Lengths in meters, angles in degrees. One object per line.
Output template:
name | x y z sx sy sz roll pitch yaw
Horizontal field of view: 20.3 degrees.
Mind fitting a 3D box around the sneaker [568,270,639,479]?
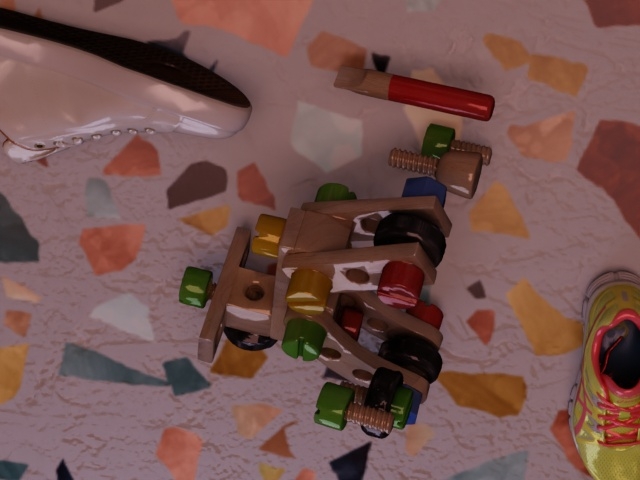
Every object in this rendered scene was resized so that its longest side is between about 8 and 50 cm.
sneaker | 0.266 0.138 1.603 0.082 0.094 0.208 -5 104 2

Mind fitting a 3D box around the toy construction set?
toy construction set | 0.000 0.000 1.538 0.237 0.257 0.308 15 83 12

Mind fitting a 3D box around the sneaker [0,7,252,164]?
sneaker | -0.203 -0.117 1.568 0.290 0.106 0.123 16 108 10
